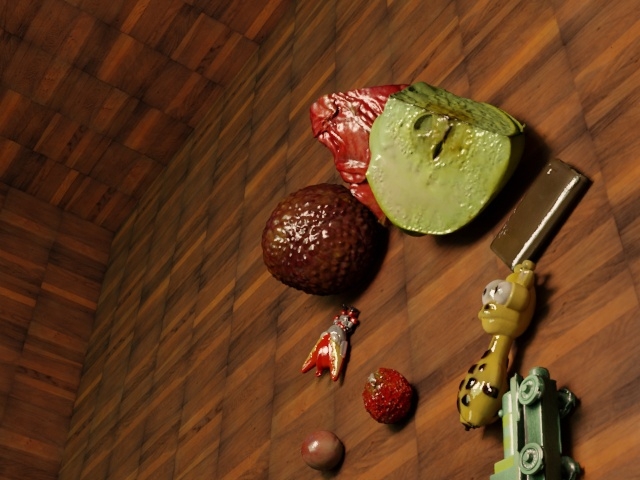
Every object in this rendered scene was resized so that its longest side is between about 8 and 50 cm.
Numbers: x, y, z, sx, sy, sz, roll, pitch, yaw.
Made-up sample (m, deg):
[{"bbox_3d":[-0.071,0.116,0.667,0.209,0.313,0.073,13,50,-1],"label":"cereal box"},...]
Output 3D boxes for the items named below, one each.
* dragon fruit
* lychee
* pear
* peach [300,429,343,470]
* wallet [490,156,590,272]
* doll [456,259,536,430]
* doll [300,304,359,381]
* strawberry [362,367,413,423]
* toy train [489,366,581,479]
[{"bbox_3d":[0.122,-0.195,1.997,0.240,0.330,0.302,135,156,-84],"label":"dragon fruit"},{"bbox_3d":[0.000,0.000,2.074,0.260,0.261,0.260,-46,30,35],"label":"lychee"},{"bbox_3d":[0.231,-0.135,1.793,0.176,0.287,0.281,-30,-42,-59],"label":"pear"},{"bbox_3d":[0.002,0.412,1.851,0.083,0.083,0.083,-46,30,35],"label":"peach"},{"bbox_3d":[0.372,-0.043,1.609,0.198,0.031,0.110,-57,24,14],"label":"wallet"},{"bbox_3d":[0.284,0.165,1.511,0.117,0.086,0.291,139,151,-74],"label":"doll"},{"bbox_3d":[0.031,0.218,2.015,0.109,0.057,0.169,6,57,47],"label":"doll"},{"bbox_3d":[0.118,0.283,1.720,0.106,0.106,0.106,-46,30,35],"label":"strawberry"},{"bbox_3d":[0.301,0.286,1.362,0.132,0.083,0.200,-42,31,46],"label":"toy train"}]
